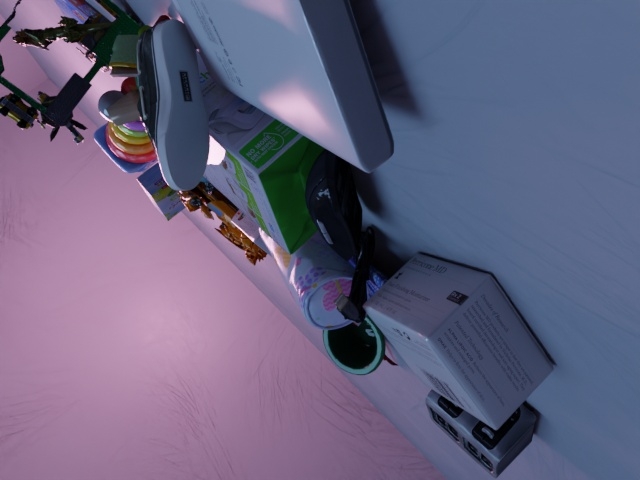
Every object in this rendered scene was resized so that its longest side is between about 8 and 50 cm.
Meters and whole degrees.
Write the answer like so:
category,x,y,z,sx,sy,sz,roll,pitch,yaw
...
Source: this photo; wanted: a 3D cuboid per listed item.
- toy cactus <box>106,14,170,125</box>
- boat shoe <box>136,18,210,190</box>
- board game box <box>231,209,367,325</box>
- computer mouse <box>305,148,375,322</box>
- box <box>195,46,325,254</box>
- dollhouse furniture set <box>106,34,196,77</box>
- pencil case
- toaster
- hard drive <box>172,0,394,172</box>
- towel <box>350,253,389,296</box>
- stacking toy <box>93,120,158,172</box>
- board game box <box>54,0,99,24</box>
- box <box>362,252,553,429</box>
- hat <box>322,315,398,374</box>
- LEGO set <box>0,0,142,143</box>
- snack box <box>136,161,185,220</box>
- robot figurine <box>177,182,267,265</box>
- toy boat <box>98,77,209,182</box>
category,x,y,z,sx,sy,sz,roll,pitch,yaw
toy cactus,-0.276,-0.255,1.130,0.112,0.181,0.219,-117,2,-46
boat shoe,-0.197,-0.171,0.868,0.070,0.219,0.078,-5,178,36
board game box,-0.042,0.050,1.418,0.305,0.053,0.193,41,178,-25
computer mouse,0.019,0.002,0.928,0.060,0.184,0.262,-1,147,17
box,-0.103,-0.134,1.013,0.231,0.127,0.262,42,167,23
dollhouse furniture set,-0.258,-0.293,1.015,0.152,0.076,0.058,2,162,5
pencil case,-0.016,0.033,1.146,0.124,0.113,0.273,18,-156,-31
toaster,0.284,0.314,1.182,0.168,0.110,0.185,41,167,29
hard drive,-0.071,-0.228,0.707,0.353,0.047,0.233,39,160,48
towel,0.127,0.125,1.165,0.243,0.040,0.336,53,176,-22
stacking toy,-0.465,-0.316,1.690,0.166,0.175,0.302,46,154,2
board game box,-0.543,-0.511,1.540,0.281,0.027,0.145,41,168,24
box,0.183,0.130,0.908,0.182,0.119,0.181,52,167,-21
hat,0.122,0.227,1.665,0.173,0.184,0.208,35,123,21
LEGO set,-0.499,-0.366,1.257,0.255,0.331,0.192,30,178,-26
snack box,-0.373,-0.156,1.750,0.070,0.174,0.207,48,169,11
robot figurine,-0.238,-0.075,1.573,0.291,0.085,0.211,39,163,14
toy boat,-0.323,-0.235,1.387,0.318,0.148,0.267,42,167,21
